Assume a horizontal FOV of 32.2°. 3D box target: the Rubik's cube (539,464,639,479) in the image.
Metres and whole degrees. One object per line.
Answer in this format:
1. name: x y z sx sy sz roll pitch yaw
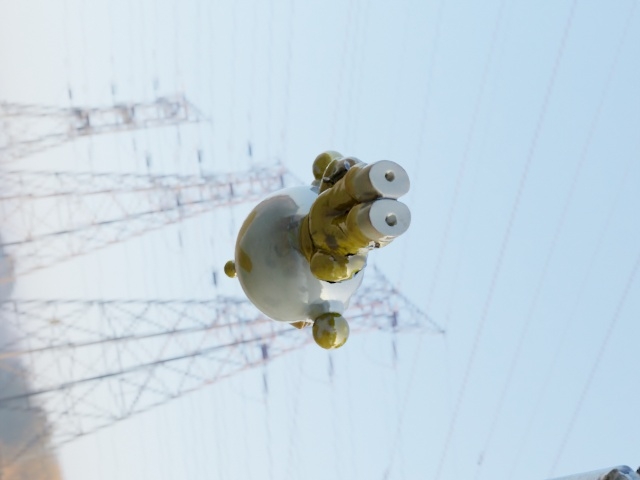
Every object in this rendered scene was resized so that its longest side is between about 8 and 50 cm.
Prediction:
1. Rubik's cube: 0.232 0.329 0.790 0.260 0.254 0.259 -59 179 -19

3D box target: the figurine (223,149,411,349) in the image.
1. figurine: 0.001 0.004 0.568 0.143 0.068 0.102 -159 -102 -66
